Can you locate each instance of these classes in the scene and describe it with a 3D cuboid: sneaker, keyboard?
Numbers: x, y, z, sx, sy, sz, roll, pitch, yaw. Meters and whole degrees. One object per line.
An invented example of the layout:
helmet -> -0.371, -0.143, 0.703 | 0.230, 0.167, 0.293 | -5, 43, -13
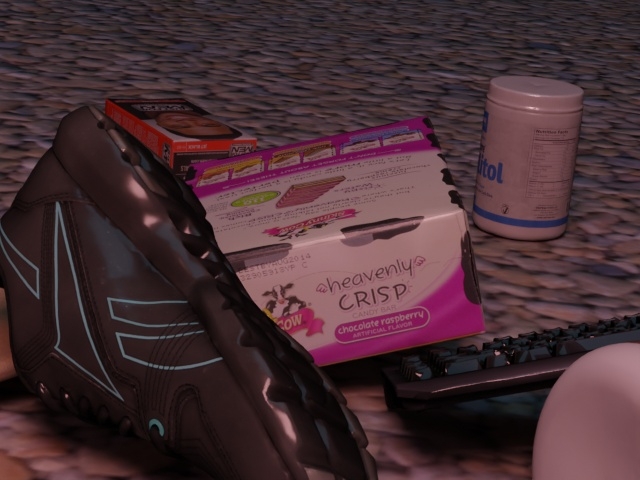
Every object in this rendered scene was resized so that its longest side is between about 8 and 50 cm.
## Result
sneaker -> -0.069, 0.055, 0.703 | 0.267, 0.106, 0.101 | 51, 5, 38
keyboard -> 0.187, 0.045, 0.784 | 0.317, 0.033, 0.201 | -9, -5, -2

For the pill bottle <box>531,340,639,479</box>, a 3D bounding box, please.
pill bottle -> 0.201, 0.090, 0.631 | 0.215, 0.117, 0.117 | -4, 19, -27

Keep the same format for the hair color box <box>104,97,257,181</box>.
hair color box -> -0.111, -0.076, 1.214 | 0.072, 0.043, 0.141 | -4, 20, -29

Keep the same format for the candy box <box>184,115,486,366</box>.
candy box -> 0.000, 0.000, 0.885 | 0.159, 0.071, 0.233 | -12, 15, 3

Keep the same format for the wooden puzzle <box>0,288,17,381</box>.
wooden puzzle -> -0.246, 0.046, 0.793 | 0.221, 0.044, 0.238 | 16, 25, 32

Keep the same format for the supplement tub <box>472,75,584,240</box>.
supplement tub -> 0.148, -0.059, 1.122 | 0.071, 0.107, 0.071 | 4, 17, -1
